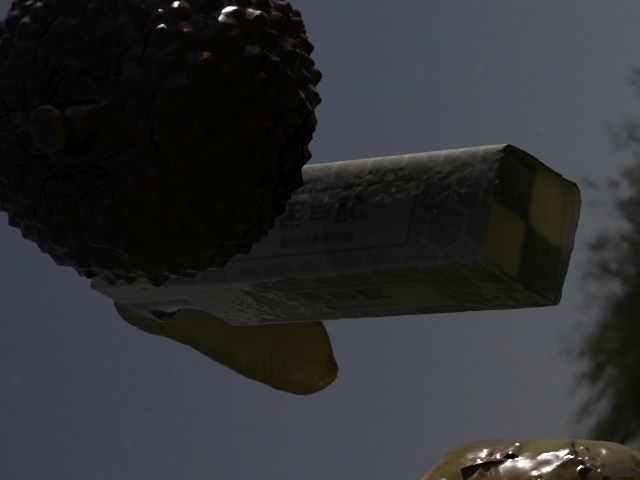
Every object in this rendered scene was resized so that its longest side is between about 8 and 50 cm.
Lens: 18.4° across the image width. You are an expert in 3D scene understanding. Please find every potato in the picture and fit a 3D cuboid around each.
[{"bbox_3d":[0.207,0.270,1.822,0.246,0.300,0.196,-76,7,-55],"label":"potato"}]

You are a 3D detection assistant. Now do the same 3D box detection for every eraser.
[{"bbox_3d":[0.000,0.000,1.494,0.096,0.404,0.098,32,-117,-42],"label":"eraser"}]

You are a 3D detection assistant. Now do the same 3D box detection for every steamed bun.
[{"bbox_3d":[-0.081,0.034,1.981,0.212,0.231,0.110,-87,23,-58],"label":"steamed bun"}]

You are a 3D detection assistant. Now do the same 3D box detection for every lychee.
[{"bbox_3d":[-0.107,-0.089,1.314,0.271,0.236,0.236,-36,-29,-61],"label":"lychee"}]
